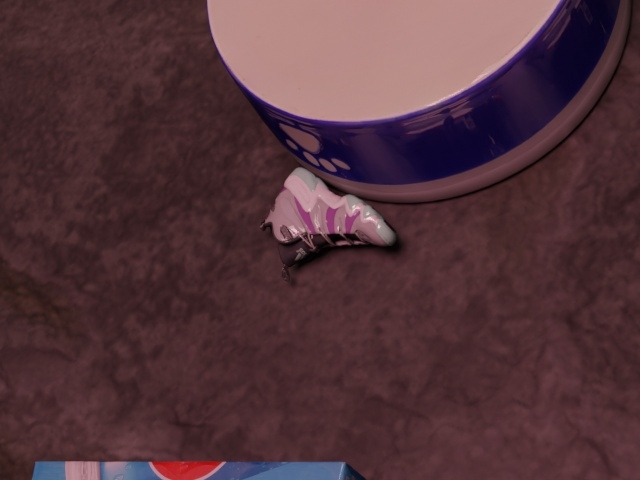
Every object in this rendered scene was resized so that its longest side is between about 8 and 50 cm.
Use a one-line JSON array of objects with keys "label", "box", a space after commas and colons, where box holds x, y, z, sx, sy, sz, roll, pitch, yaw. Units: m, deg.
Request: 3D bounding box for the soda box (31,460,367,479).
[{"label": "soda box", "box": [-0.073, 0.174, 0.905, 0.210, 0.067, 0.071, -3, 63, 23]}]

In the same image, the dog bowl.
[{"label": "dog bowl", "box": [0.062, -0.164, 0.998, 0.264, 0.104, 0.265, -11, 60, 20]}]

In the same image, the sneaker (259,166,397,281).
[{"label": "sneaker", "box": [0.000, 0.000, 0.984, 0.098, 0.038, 0.069, 30, 81, 43]}]
